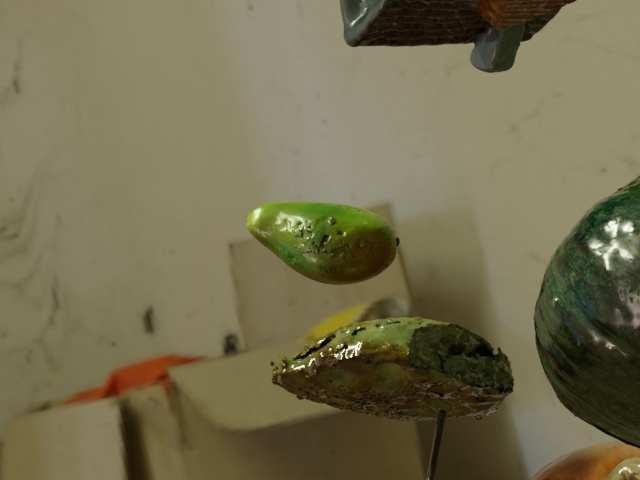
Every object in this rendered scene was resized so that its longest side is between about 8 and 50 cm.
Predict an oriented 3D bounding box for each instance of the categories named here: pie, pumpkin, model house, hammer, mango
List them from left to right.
[{"bbox_3d":[0.000,0.000,2.117,0.233,0.111,0.125,11,25,13],"label":"mango"},{"bbox_3d":[0.108,0.194,2.063,0.354,0.103,0.288,17,-24,-31],"label":"pie"},{"bbox_3d":[0.147,0.383,2.018,0.029,0.292,0.058,13,-13,-6],"label":"hammer"},{"bbox_3d":[0.184,-0.350,1.715,0.360,0.339,0.297,-9,36,-37],"label":"model house"},{"bbox_3d":[0.320,0.080,1.299,0.197,0.263,0.293,-34,-22,-37],"label":"pumpkin"}]

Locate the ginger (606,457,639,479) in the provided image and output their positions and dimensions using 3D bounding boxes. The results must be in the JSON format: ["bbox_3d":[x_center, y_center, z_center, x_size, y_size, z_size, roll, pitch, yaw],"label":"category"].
[{"bbox_3d":[0.338,0.320,1.707,0.089,0.075,0.288,-43,-4,-39],"label":"ginger"}]

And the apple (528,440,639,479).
[{"bbox_3d":[0.432,0.479,1.972,0.391,0.391,0.346,-15,2,8],"label":"apple"}]
